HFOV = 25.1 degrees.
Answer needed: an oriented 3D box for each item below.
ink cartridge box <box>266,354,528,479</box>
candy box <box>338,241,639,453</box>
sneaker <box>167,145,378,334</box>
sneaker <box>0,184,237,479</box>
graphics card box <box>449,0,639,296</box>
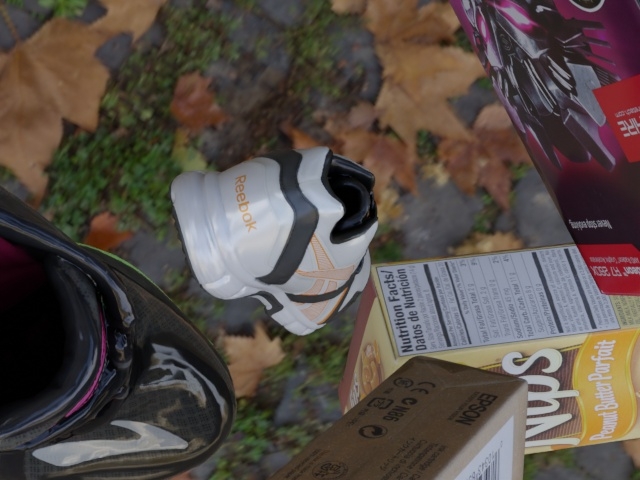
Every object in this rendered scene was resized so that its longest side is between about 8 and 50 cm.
[{"bbox_3d":[0.042,0.202,0.859,0.235,0.088,0.193,-33,127,-56],"label":"ink cartridge box"},{"bbox_3d":[0.183,0.083,1.083,0.316,0.183,0.087,-7,56,-12],"label":"candy box"},{"bbox_3d":[0.000,0.000,0.382,0.044,0.109,0.040,-19,80,14],"label":"sneaker"},{"bbox_3d":[-0.189,0.071,0.833,0.202,0.483,0.185,32,88,35],"label":"sneaker"},{"bbox_3d":[0.140,-0.145,0.739,0.094,0.233,0.371,-28,95,-9],"label":"graphics card box"}]
